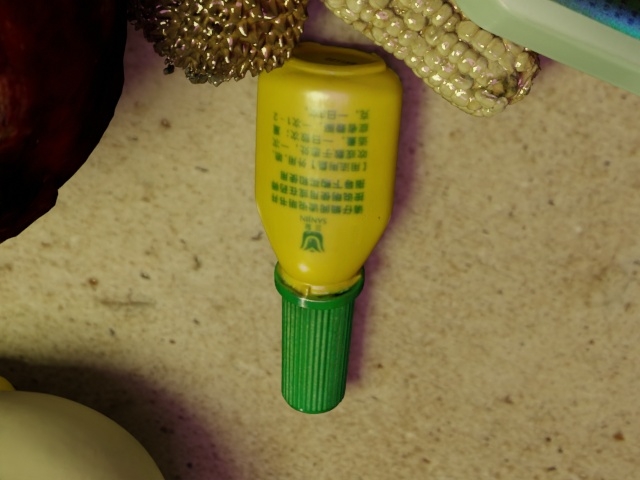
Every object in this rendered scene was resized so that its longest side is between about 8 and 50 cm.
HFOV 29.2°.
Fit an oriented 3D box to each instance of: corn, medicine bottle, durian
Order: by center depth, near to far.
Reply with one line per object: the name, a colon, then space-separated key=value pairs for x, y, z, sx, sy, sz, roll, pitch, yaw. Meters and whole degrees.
medicine bottle: x=0.161 y=-0.189 z=0.828 sx=0.229 sy=0.083 sz=0.121 roll=21 pitch=80 yaw=-13
durian: x=-0.086 y=-0.182 z=0.858 sx=0.148 sy=0.091 sz=0.188 roll=42 pitch=132 yaw=19
corn: x=0.063 y=-0.167 z=0.881 sx=0.211 sy=0.087 sz=0.087 roll=32 pitch=115 yaw=-6
medicine bottle: x=0.000 y=0.000 z=0.974 sx=0.111 sy=0.076 sz=0.308 roll=11 pitch=116 yaw=14

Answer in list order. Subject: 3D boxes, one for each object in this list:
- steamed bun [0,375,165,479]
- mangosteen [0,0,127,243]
steamed bun: x=-0.294 y=0.286 z=1.020 sx=0.374 sy=0.334 sz=0.333 roll=-16 pitch=112 yaw=17
mangosteen: x=-0.339 y=-0.153 z=0.795 sx=0.421 sy=0.381 sz=0.381 roll=29 pitch=116 yaw=9
